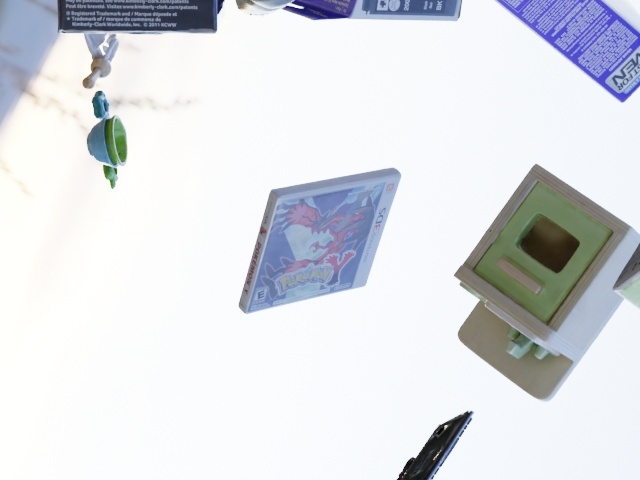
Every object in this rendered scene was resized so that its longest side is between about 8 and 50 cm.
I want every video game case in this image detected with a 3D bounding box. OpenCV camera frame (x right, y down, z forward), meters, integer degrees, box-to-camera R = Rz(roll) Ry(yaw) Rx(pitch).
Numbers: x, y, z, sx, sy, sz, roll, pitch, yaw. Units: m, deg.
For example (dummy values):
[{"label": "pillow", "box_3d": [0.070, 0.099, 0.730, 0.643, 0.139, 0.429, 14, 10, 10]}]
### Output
[{"label": "video game case", "box_3d": [0.000, 0.000, 2.274, 0.023, 0.201, 0.183, 45, -48, 37]}]

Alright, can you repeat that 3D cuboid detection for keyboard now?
[{"label": "keyboard", "box_3d": [0.131, 0.294, 2.303, 0.108, 0.023, 0.180, -36, -169, 50]}]

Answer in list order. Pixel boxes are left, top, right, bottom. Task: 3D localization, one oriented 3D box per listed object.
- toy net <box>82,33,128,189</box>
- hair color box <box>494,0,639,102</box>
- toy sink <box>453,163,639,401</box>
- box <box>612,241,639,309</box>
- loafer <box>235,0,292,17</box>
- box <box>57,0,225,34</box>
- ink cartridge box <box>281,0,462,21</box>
[{"label": "toy net", "box_3d": [-0.277, -0.192, 2.375, 0.122, 0.045, 0.232, 57, 26, -65]}, {"label": "hair color box", "box_3d": [0.333, -0.360, 2.587, 0.110, 0.339, 0.185, -45, -149, 17]}, {"label": "toy sink", "box_3d": [0.263, 0.053, 2.157, 0.234, 0.153, 0.131, -54, 151, 3]}, {"label": "box", "box_3d": [0.377, 0.025, 1.869, 0.102, 0.087, 0.101, -56, -179, -23]}, {"label": "loafer", "box_3d": [-0.016, -0.313, 1.771, 0.251, 0.094, 0.087, -51, -172, -30]}, {"label": "box", "box_3d": [-0.156, -0.325, 1.585, 0.165, 0.143, 0.270, -91, -177, -76]}, {"label": "ink cartridge box", "box_3d": [0.030, -0.301, 2.186, 0.206, 0.208, 0.045, 27, -64, 54]}]
